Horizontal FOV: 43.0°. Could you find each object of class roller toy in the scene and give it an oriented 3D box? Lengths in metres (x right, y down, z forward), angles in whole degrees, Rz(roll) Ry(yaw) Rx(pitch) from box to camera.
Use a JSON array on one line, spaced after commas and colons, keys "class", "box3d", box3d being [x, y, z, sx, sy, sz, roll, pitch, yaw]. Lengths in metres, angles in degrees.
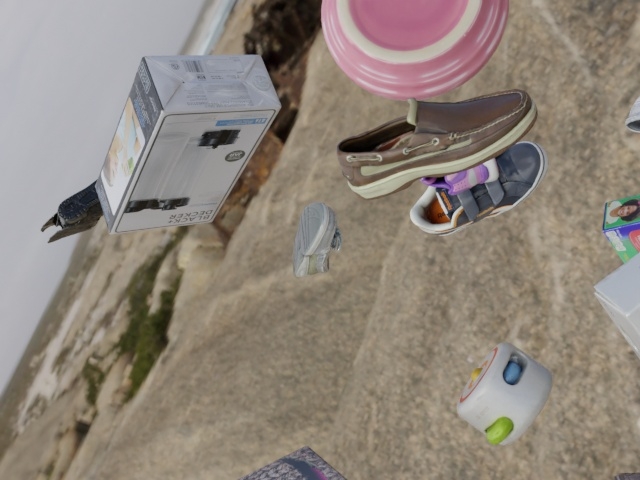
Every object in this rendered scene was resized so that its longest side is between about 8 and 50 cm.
[{"class": "roller toy", "box3d": [0.385, 0.320, 1.728, 0.191, 0.146, 0.209, -56, -7, 3]}]

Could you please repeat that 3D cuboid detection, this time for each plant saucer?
[{"class": "plant saucer", "box3d": [0.158, -0.414, 1.415, 0.332, 0.332, 0.084, -64, -16, -1]}]

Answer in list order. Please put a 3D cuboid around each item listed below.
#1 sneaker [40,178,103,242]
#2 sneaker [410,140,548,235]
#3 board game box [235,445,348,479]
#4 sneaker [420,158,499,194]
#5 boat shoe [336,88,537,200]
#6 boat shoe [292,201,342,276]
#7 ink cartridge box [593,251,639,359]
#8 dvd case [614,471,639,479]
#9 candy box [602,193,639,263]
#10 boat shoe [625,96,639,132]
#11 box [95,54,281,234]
[{"class": "sneaker", "box3d": [-0.381, -0.055, 1.346, 0.170, 0.051, 0.089, -30, -9, -22]}, {"class": "sneaker", "box3d": [0.334, -0.104, 1.746, 0.321, 0.127, 0.126, -37, 65, 34]}, {"class": "board game box", "box3d": [-0.084, 0.502, 1.360, 0.232, 0.291, 0.141, 14, 123, 63]}, {"class": "sneaker", "box3d": [0.201, -0.150, 1.436, 0.104, 0.095, 0.236, -37, 41, -12]}, {"class": "boat shoe", "box3d": [0.138, -0.134, 1.017, 0.257, 0.095, 0.095, -24, 36, 18]}, {"class": "boat shoe", "box3d": [0.000, 0.003, 1.980, 0.320, 0.103, 0.118, 112, 157, -61]}, {"class": "ink cartridge box", "box3d": [0.830, 0.111, 1.728, 0.384, 0.279, 0.160, -38, 18, 6]}, {"class": "dvd case", "box3d": [0.492, 0.404, 1.136, 0.221, 0.018, 0.164, 92, 158, -73]}, {"class": "candy box", "box3d": [0.963, -0.018, 2.172, 0.317, 0.268, 0.122, -17, 41, 38]}, {"class": "boat shoe", "box3d": [0.522, -0.185, 1.239, 0.063, 0.066, 0.184, -57, 17, 6]}, {"class": "box", "box3d": [-0.188, -0.124, 1.105, 0.290, 0.169, 0.087, -49, 57, 49]}]
